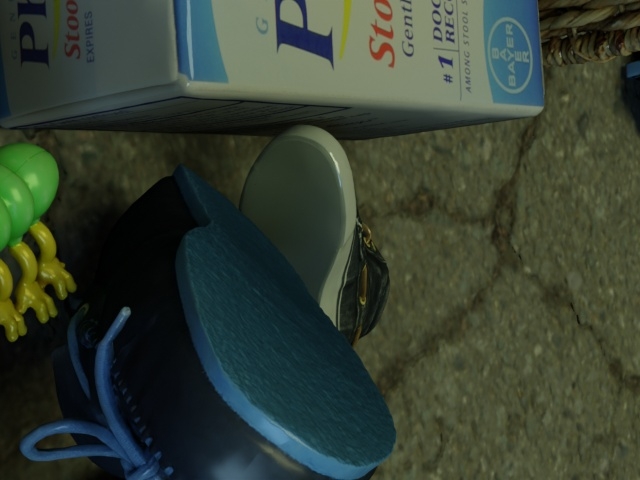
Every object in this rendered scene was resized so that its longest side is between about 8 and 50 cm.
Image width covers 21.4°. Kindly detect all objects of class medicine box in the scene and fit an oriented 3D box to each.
[{"bbox_3d":[-0.026,-0.193,0.906,0.289,0.149,0.263,-2,88,-49],"label":"medicine box"}]

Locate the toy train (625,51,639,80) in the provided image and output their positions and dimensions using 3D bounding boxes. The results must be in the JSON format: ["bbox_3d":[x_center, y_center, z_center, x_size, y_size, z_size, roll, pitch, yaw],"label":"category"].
[{"bbox_3d":[0.311,-0.130,1.328,0.184,0.080,0.105,6,73,-45],"label":"toy train"}]

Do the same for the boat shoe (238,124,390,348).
[{"bbox_3d":[0.000,0.000,0.951,0.083,0.065,0.183,-49,151,-46],"label":"boat shoe"}]

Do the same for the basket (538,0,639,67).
[{"bbox_3d":[0.251,-0.257,1.106,0.213,0.299,0.223,-32,108,-46],"label":"basket"}]

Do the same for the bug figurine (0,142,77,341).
[{"bbox_3d":[-0.211,-0.017,0.651,0.279,0.072,0.216,38,39,0],"label":"bug figurine"}]

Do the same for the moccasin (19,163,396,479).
[{"bbox_3d":[-0.052,0.066,0.742,0.138,0.342,0.117,43,94,-11],"label":"moccasin"}]
